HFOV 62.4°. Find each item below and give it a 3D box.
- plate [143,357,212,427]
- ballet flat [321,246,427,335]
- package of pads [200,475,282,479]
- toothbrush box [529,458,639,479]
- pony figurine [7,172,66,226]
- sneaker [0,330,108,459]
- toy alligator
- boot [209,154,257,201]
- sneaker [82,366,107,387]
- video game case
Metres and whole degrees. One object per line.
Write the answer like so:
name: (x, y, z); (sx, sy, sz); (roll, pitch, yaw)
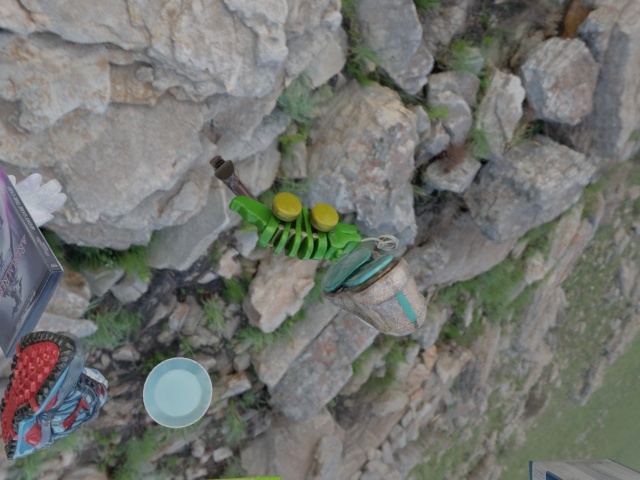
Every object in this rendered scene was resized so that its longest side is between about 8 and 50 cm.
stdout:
plate: (-0.395, 0.420, 1.462); (0.188, 0.188, 0.024); (-18, 169, -31)
ballet flat: (0.069, 0.077, 0.739); (0.107, 0.106, 0.316); (-38, -176, -2)
package of pads: (-0.233, 0.458, 0.848); (0.229, 0.101, 0.296); (-34, 143, 31)
toothbrush box: (0.344, 0.426, 0.589); (0.126, 0.295, 0.216); (2, 173, -6)
pony figurine: (-0.716, -0.091, 0.968); (0.351, 0.363, 0.303); (-44, 140, -13)
sneaker: (-0.356, 0.201, 0.731); (0.125, 0.104, 0.262); (-3, 144, -44)
toy alligator: (0.000, 0.000, 0.528); (0.189, 0.051, 0.056); (15, 141, -21)
boot: (-0.139, -0.088, 0.913); (0.037, 0.106, 0.114); (-36, 123, -2)
sneaker: (-0.541, 0.310, 1.139); (0.086, 0.237, 0.085); (54, 42, -17)
video game case: (-0.516, 0.022, 0.853); (0.196, 0.274, 0.026); (-52, 154, 23)
